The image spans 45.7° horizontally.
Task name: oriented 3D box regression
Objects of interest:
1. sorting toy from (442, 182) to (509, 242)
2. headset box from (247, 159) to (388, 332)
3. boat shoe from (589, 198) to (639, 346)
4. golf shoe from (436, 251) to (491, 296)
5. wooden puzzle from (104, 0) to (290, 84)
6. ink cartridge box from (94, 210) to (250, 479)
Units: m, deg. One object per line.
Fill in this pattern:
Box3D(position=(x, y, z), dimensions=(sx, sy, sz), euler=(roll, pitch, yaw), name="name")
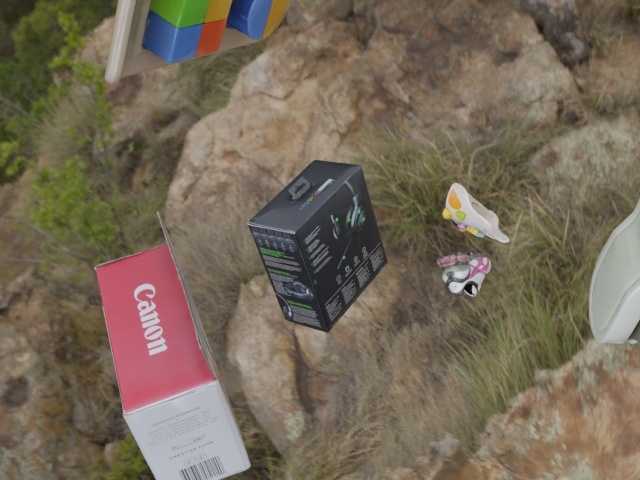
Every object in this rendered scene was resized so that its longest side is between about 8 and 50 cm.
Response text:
Box3D(position=(0.199, -0.023, 0.946), dimensions=(0.045, 0.083, 0.075), euler=(-54, 41, 5), name="sorting toy")
Box3D(position=(0.000, 0.000, 1.596), dimensions=(0.131, 0.283, 0.246), euler=(12, 45, 37), name="headset box")
Box3D(position=(0.296, -0.015, 0.570), dimensions=(0.091, 0.305, 0.109), euler=(9, 53, 1), name="boat shoe")
Box3D(position=(0.284, 0.068, 1.477), dimensions=(0.067, 0.186, 0.086), euler=(-19, 80, 33), name="golf shoe")
Box3D(position=(-0.102, -0.355, 0.917), dimensions=(0.080, 0.348, 0.322), euler=(32, 127, 13), name="wooden puzzle")
Box3D(position=(-0.227, 0.156, 1.097), dimensions=(0.130, 0.272, 0.309), euler=(-19, 40, -10), name="ink cartridge box")
